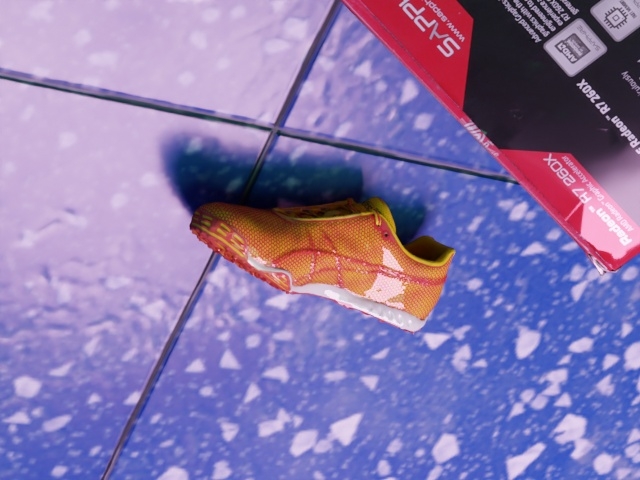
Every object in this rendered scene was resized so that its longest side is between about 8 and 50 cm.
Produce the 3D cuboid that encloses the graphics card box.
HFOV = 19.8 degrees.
[{"bbox_3d":[0.208,-0.178,0.865,0.371,0.094,0.233,-38,113,21],"label":"graphics card box"}]

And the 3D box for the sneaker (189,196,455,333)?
[{"bbox_3d":[0.000,0.000,1.023,0.175,0.064,0.067,16,98,-41],"label":"sneaker"}]
